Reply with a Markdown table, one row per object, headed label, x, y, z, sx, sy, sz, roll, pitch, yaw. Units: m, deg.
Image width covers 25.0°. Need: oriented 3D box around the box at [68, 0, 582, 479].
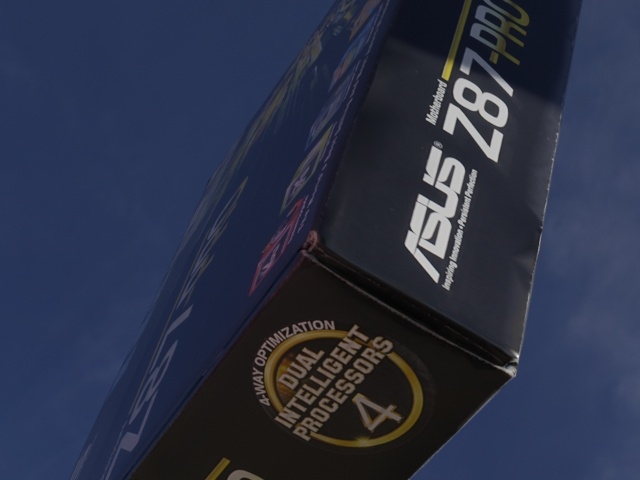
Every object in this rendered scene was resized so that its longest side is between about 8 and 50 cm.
| label | x | y | z | sx | sy | sz | roll | pitch | yaw |
| --- | --- | --- | --- | --- | --- | --- | --- | --- | --- |
| box | 0.000 | 0.000 | 0.707 | 0.097 | 0.395 | 0.318 | 30 | -50 | -8 |
